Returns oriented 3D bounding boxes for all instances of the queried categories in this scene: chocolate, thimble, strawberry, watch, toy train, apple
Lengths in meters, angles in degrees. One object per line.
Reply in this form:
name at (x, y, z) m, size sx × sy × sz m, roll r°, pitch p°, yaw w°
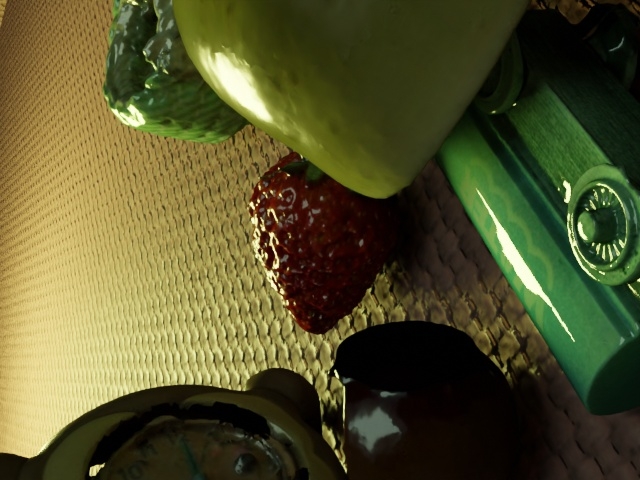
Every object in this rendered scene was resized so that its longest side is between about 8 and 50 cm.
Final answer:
chocolate at (0.062, 0.130, 0.522) m, size 0.127 × 0.124 × 0.133 m, roll 29°, pitch 140°, yaw 55°
thimble at (-0.140, -0.213, 0.896) m, size 0.219 × 0.150 × 0.219 m, roll -21°, pitch 65°, yaw 57°
strawberry at (-0.005, -0.004, 0.655) m, size 0.148 × 0.131 × 0.131 m, roll -58°, pitch 38°, yaw 23°
watch at (-0.098, 0.315, 0.633) m, size 0.335 × 0.314 × 0.327 m, roll 36°, pitch 127°, yaw 44°
toy train at (0.139, -0.026, 0.457) m, size 0.159 × 0.101 × 0.248 m, roll 105°, pitch 153°, yaw -44°
apple at (0.058, -0.235, 0.536) m, size 0.320 × 0.311 × 0.360 m, roll 36°, pitch 114°, yaw 26°
